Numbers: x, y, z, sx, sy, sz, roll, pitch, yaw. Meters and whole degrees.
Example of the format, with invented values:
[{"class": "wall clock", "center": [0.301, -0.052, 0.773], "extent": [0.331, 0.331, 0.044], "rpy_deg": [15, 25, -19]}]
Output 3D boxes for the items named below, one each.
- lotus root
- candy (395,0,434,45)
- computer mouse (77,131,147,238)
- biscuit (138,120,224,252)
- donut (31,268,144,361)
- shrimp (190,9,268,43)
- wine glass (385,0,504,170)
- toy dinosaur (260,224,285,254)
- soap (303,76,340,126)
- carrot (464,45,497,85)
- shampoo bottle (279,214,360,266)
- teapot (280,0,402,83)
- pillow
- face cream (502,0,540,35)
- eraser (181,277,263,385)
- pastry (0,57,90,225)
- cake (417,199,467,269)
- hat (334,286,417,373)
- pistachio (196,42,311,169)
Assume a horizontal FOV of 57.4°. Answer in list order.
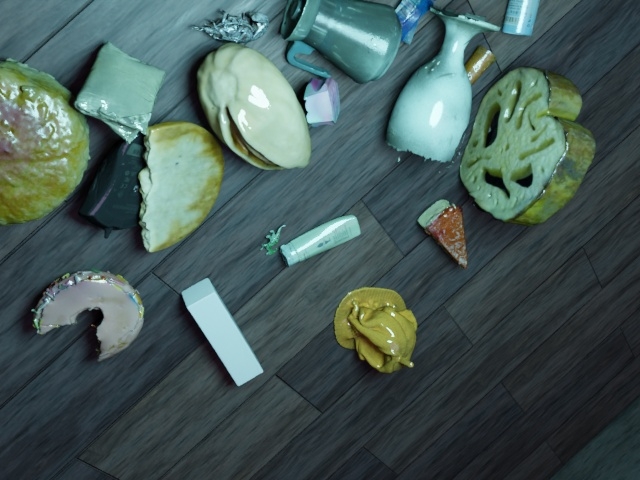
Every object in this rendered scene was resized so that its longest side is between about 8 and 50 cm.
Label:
[{"class": "lotus root", "center": [0.491, -0.227, 1.454], "extent": [0.111, 0.374, 0.391], "rpy_deg": [8, 74, -29]}, {"class": "candy", "center": [0.209, -0.522, 1.339], "extent": [0.088, 0.038, 0.136], "rpy_deg": [28, 93, -40]}, {"class": "computer mouse", "center": [-0.407, -0.127, 1.219], "extent": [0.147, 0.088, 0.264], "rpy_deg": [15, 107, -57]}, {"class": "biscuit", "center": [-0.297, -0.126, 1.254], "extent": [0.204, 0.040, 0.309], "rpy_deg": [-25, 141, -40]}, {"class": "donut", "center": [-0.509, 0.153, 1.314], "extent": [0.199, 0.085, 0.233], "rpy_deg": [-47, 125, 3]}, {"class": "shrimp", "center": [-0.182, -0.435, 1.189], "extent": [0.165, 0.057, 0.065], "rpy_deg": [-10, 135, -32]}, {"class": "wine glass", "center": [0.280, -0.357, 1.370], "extent": [0.190, 0.190, 0.357], "rpy_deg": [4, 113, -27]}, {"class": "toy dinosaur", "center": [-0.114, 0.003, 1.465], "extent": [0.083, 0.021, 0.062], "rpy_deg": [-27, 131, -6]}, {"class": "soap", "center": [0.005, -0.306, 1.287], "extent": [0.056, 0.149, 0.100], "rpy_deg": [-4, 119, 12]}, {"class": "carrot", "center": [0.347, -0.390, 1.475], "extent": [0.057, 0.057, 0.224], "rpy_deg": [35, 102, -34]}, {"class": "shampoo bottle", "center": [0.000, 0.000, 1.500], "extent": [0.212, 0.049, 0.072], "rpy_deg": [-28, 128, -10]}, {"class": "teapot", "center": [0.034, -0.436, 1.242], "extent": [0.225, 0.171, 0.203], "rpy_deg": [16, 137, -24]}, {"class": "pillow", "center": [-0.376, -0.288, 1.112], "extent": [0.134, 0.182, 0.077], "rpy_deg": [27, 142, -26]}, {"class": "face cream", "center": [0.502, -0.619, 1.410], "extent": [0.075, 0.075, 0.230], "rpy_deg": [-4, 117, -24]}, {"class": "eraser", "center": [-0.246, 0.238, 1.487], "extent": [0.078, 0.076, 0.298], "rpy_deg": [-30, 123, -8]}, {"class": "pastry", "center": [-0.583, -0.182, 1.077], "extent": [0.329, 0.136, 0.330], "rpy_deg": [-10, 117, -21]}, {"class": "cake", "center": [0.372, -0.027, 1.642], "extent": [0.117, 0.086, 0.220], "rpy_deg": [-47, 124, 5]}, {"class": "hat", "center": [0.190, 0.274, 1.620], "extent": [0.233, 0.233, 0.244], "rpy_deg": [-31, 125, -10]}, {"class": "pistachio", "center": [-0.130, -0.265, 1.229], "extent": [0.318, 0.193, 0.214], "rpy_deg": [49, 47, -46]}]
